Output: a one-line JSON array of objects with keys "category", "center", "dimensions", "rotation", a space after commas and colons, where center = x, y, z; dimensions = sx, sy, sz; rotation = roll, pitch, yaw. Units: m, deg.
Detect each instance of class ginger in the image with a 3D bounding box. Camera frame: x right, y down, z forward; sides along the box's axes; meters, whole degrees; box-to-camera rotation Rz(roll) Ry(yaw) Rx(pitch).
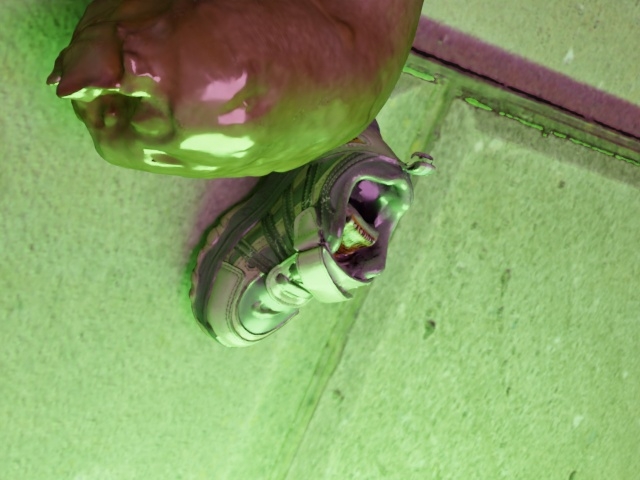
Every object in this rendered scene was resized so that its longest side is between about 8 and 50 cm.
[{"category": "ginger", "center": [-0.040, -0.105, 0.959], "dimensions": [0.267, 0.138, 0.152], "rotation": [-37, 120, -38]}]

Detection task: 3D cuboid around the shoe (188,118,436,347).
[{"category": "shoe", "center": [0.000, 0.000, 1.081], "dimensions": [0.180, 0.092, 0.089], "rotation": [-56, 138, -3]}]
